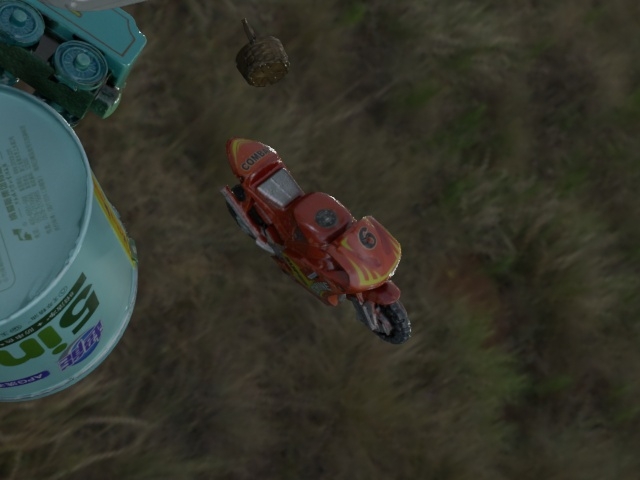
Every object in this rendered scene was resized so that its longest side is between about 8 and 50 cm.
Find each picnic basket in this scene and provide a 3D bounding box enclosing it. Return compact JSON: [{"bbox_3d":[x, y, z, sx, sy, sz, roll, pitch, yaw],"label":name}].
[{"bbox_3d":[-0.081,-0.243,1.689,0.072,0.072,0.083,5,55,-50],"label":"picnic basket"}]

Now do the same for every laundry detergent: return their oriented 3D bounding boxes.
[{"bbox_3d":[-0.358,0.018,1.463,0.305,0.287,0.287,80,-10,-68],"label":"laundry detergent"}]

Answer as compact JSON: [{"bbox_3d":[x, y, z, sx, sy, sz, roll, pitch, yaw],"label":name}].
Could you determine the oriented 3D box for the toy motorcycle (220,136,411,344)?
[{"bbox_3d":[-0.001,0.002,1.565,0.298,0.171,0.089,38,67,24],"label":"toy motorcycle"}]

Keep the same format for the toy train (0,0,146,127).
[{"bbox_3d":[-0.314,-0.232,1.568,0.203,0.112,0.163,35,48,-9],"label":"toy train"}]

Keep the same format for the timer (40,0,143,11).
[{"bbox_3d":[-0.202,-0.306,1.223,0.262,0.237,0.087,49,32,-62],"label":"timer"}]
